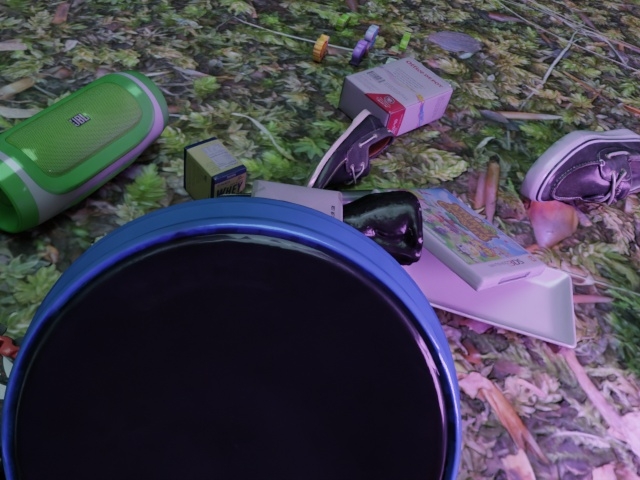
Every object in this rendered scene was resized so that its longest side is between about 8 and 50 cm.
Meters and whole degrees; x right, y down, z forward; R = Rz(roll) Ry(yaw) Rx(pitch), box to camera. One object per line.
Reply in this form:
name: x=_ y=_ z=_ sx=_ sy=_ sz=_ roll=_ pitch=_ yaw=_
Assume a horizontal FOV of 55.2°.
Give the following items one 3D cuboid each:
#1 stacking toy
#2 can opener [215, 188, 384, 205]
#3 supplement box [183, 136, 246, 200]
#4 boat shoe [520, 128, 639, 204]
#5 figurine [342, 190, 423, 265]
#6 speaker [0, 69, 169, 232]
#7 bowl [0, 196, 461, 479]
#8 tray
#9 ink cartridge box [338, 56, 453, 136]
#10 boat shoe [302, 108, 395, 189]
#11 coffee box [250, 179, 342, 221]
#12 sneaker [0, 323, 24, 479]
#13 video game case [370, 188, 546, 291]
stacking toy: x=0.096 y=-0.425 z=1.314 sx=0.167 sy=0.052 sz=0.221 roll=21 pitch=46 yaw=6
can opener: x=-0.019 y=-0.035 z=0.897 sx=0.281 sy=0.074 sz=0.093 roll=-4 pitch=9 yaw=-20
supplement box: x=-0.160 y=-0.094 z=0.919 sx=0.056 sy=0.083 sz=0.083 roll=-27 pitch=58 yaw=-32
boat shoe: x=0.497 y=-0.124 z=1.079 sx=0.335 sy=0.121 sz=0.119 roll=-19 pitch=50 yaw=-30
figurine: x=0.000 y=0.000 z=0.805 sx=0.210 sy=0.215 sz=0.092 roll=2 pitch=75 yaw=-11
speaker: x=-0.355 y=-0.137 z=0.885 sx=0.131 sy=0.131 sz=0.296 roll=28 pitch=47 yaw=13
bowl: x=-0.070 y=0.159 z=0.518 sx=0.391 sy=0.391 sz=0.077 roll=10 pitch=8 yaw=-5
tray: x=0.236 y=0.069 z=0.900 sx=0.271 sy=0.030 sz=0.145 roll=17 pitch=47 yaw=2
ink cartridge box: x=0.143 y=-0.271 z=1.166 sx=0.175 sy=0.072 sz=0.127 roll=-26 pitch=58 yaw=-32
boat shoe: x=0.046 y=-0.131 z=1.008 sx=0.079 sy=0.084 sz=0.233 roll=41 pitch=53 yaw=0
coffee box: x=-0.043 y=0.074 z=0.677 sx=0.098 sy=0.246 sz=0.141 roll=8 pitch=46 yaw=-5
sneaker: x=-0.325 y=0.173 z=0.619 sx=0.276 sy=0.097 sz=0.135 roll=26 pitch=45 yaw=9
video game case: x=0.201 y=-0.011 z=0.891 sx=0.193 sy=0.023 sz=0.212 roll=-5 pitch=40 yaw=-47
